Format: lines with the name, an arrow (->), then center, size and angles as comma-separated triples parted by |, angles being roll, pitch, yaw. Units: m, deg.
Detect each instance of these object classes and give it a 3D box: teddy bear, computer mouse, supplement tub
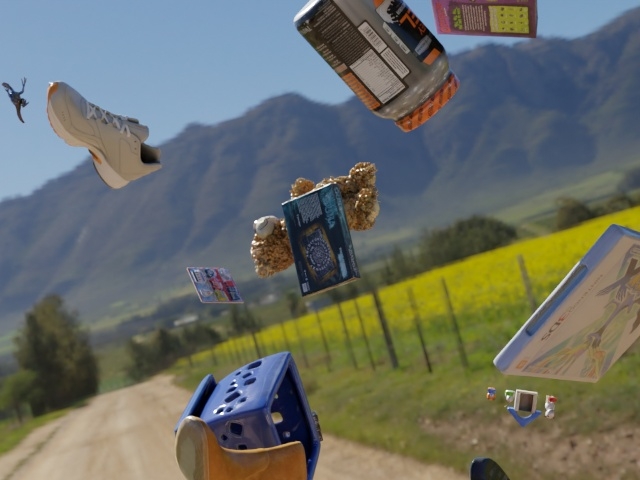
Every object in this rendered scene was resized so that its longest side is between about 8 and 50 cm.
teddy bear -> -0.016, -0.050, 2.281 | 0.338, 0.245, 0.113 | -16, -38, 34
computer mouse -> 0.332, 0.481, 1.901 | 0.041, 0.242, 0.071 | -32, 5, 34
supplement tub -> 0.116, -0.377, 2.128 | 0.193, 0.316, 0.193 | -41, 14, 12

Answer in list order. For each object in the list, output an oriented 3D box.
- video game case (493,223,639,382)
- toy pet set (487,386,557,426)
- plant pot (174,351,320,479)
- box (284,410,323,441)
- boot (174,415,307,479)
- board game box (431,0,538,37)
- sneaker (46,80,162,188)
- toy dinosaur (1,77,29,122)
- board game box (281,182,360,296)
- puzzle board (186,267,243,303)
video game case -> 0.471, 0.116, 1.806 | 0.329, 0.036, 0.300 | 12, -58, -49
toy pet set -> 0.360, 0.305, 1.960 | 0.122, 0.065, 0.114 | 7, -3, 10
plant pot -> -0.142, 0.376, 2.083 | 0.212, 0.235, 0.236 | -12, 20, 15
box -> -0.041, 0.401, 2.275 | 0.083, 0.067, 0.018 | -17, 22, -11
boot -> -0.123, 0.369, 1.799 | 0.211, 0.295, 0.104 | -20, 41, -26
board game box -> 0.308, -0.502, 2.074 | 0.208, 0.056, 0.347 | 2, -22, 13
sneaker -> -0.371, -0.198, 1.896 | 0.121, 0.099, 0.262 | -16, -36, 19
toy dinosaur -> -0.640, -0.297, 2.253 | 0.047, 0.090, 0.082 | 5, 13, -35
board game box -> 0.000, 0.000, 2.022 | 0.126, 0.186, 0.026 | -21, -14, 34
puzzle board -> -0.230, 0.096, 2.377 | 0.096, 0.011, 0.128 | 3, 32, -26
